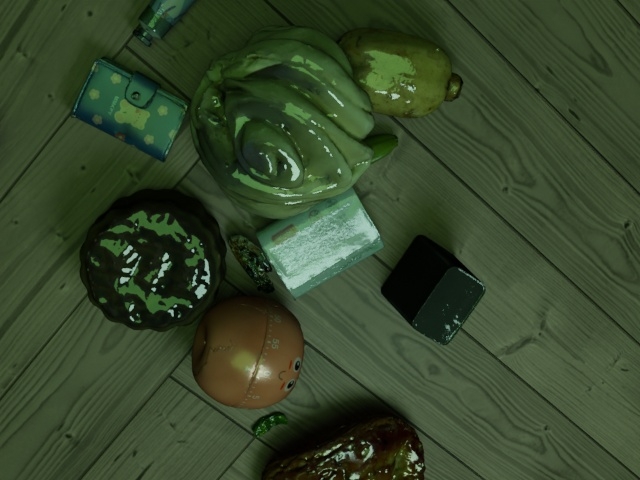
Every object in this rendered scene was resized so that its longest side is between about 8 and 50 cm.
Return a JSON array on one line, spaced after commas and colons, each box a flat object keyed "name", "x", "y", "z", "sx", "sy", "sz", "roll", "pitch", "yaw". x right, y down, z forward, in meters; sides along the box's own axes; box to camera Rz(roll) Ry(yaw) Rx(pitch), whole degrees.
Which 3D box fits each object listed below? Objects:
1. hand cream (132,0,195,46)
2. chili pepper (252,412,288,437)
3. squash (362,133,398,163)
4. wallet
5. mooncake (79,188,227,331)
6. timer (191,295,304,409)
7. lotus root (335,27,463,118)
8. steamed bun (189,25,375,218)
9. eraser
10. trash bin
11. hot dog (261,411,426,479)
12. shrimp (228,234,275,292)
[{"name": "hand cream", "x": -0.270, "y": -0.487, "z": 1.228, "sx": 0.088, "sy": 0.055, "sz": 0.256, "roll": 39, "pitch": 89, "yaw": -18}, {"name": "chili pepper", "x": -0.118, "y": 0.423, "z": 1.461, "sx": 0.091, "sy": 0.034, "sz": 0.030, "roll": -26, "pitch": 138, "yaw": -2}, {"name": "squash", "x": 0.069, "y": -0.178, "z": 1.330, "sx": 0.201, "sy": 0.066, "sz": 0.066, "roll": -21, "pitch": 104, "yaw": -7}, {"name": "wallet", "x": -0.373, "y": -0.261, "z": 1.256, "sx": 0.202, "sy": 0.059, "sz": 0.141, "roll": 26, "pitch": 96, "yaw": -12}, {"name": "mooncake", "x": -0.330, "y": 0.042, "z": 1.278, "sx": 0.290, "sy": 0.161, "sz": 0.290, "roll": -2, "pitch": 105, "yaw": -7}, {"name": "timer", "x": -0.146, "y": 0.229, "z": 1.309, "sx": 0.214, "sy": 0.229, "sz": 0.230, "roll": 14, "pitch": 101, "yaw": -24}, {"name": "lotus root", "x": 0.148, "y": -0.329, "z": 1.264, "sx": 0.284, "sy": 0.146, "sz": 0.160, "roll": 9, "pitch": 122, "yaw": -12}, {"name": "steamed bun", "x": -0.088, "y": -0.208, "z": 1.171, "sx": 0.352, "sy": 0.247, "sz": 0.339, "roll": -27, "pitch": 96, "yaw": 32}, {"name": "eraser", "x": 0.000, "y": 0.000, "z": 1.352, "sx": 0.227, "sy": 0.081, "sz": 0.174, "roll": -31, "pitch": 108, "yaw": 0}, {"name": "trash bin", "x": 0.232, "y": 0.102, "z": 1.328, "sx": 0.115, "sy": 0.225, "sz": 0.165, "roll": 33, "pitch": 97, "yaw": -12}, {"name": "hot dog", "x": 0.056, "y": 0.543, "z": 1.432, "sx": 0.387, "sy": 0.174, "sz": 0.267, "roll": -25, "pitch": 102, "yaw": 0}, {"name": "shrimp", "x": -0.138, "y": 0.053, "z": 1.350, "sx": 0.034, "sy": 0.091, "sz": 0.161, "roll": -47, "pitch": 116, "yaw": -32}]
